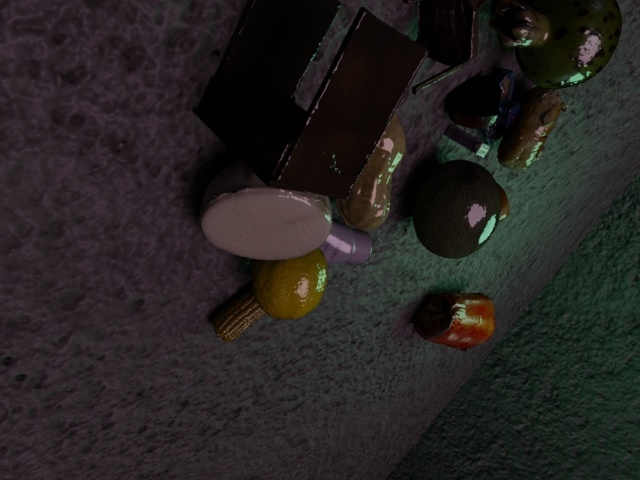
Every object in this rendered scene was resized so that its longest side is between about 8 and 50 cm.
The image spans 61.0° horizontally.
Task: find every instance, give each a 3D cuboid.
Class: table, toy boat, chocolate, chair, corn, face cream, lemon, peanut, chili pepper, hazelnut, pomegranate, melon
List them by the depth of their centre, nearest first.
[{"bbox_3d":[-0.022,-0.258,0.894,0.196,0.250,0.282,6,122,-48],"label":"table"},{"bbox_3d":[0.264,-0.448,1.071,0.326,0.175,0.183,-25,132,-18],"label":"chair"},{"bbox_3d":[-0.070,0.083,1.231,0.180,0.180,0.193,-24,147,-28],"label":"lemon"},{"bbox_3d":[0.543,-0.493,1.245,0.305,0.242,0.242,24,107,-37],"label":"pomegranate"},{"bbox_3d":[0.113,-0.158,1.248,0.149,0.149,0.313,-14,135,-38],"label":"peanut"},{"bbox_3d":[-0.165,0.153,1.330,0.231,0.080,0.080,-41,146,-14],"label":"corn"},{"bbox_3d":[0.000,0.000,1.345,0.273,0.096,0.154,8,124,-35],"label":"face cream"},{"bbox_3d":[0.402,-0.342,1.389,0.148,0.125,0.080,-39,163,-16],"label":"chocolate"},{"bbox_3d":[0.485,-0.361,1.464,0.100,0.097,0.223,-35,146,-21],"label":"toy boat"},{"bbox_3d":[0.376,-0.080,1.513,0.237,0.237,0.302,-31,146,-21],"label":"melon"},{"bbox_3d":[0.523,-0.115,1.730,0.150,0.150,0.150,-28,142,-24],"label":"hazelnut"},{"bbox_3d":[0.509,0.298,2.113,0.305,0.229,0.251,18,151,-40],"label":"chili pepper"}]

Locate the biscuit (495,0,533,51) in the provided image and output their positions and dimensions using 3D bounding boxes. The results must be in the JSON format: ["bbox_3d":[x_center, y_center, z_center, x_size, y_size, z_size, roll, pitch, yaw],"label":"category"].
[{"bbox_3d":[0.468,-0.562,1.288,0.162,0.035,0.250,-32,144,-18],"label":"biscuit"}]

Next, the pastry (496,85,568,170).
[{"bbox_3d":[0.602,-0.314,1.553,0.236,0.120,0.257,-64,172,1],"label":"pastry"}]

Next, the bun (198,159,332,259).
[{"bbox_3d":[-0.103,-0.090,1.073,0.263,0.175,0.263,1,149,0],"label":"bun"}]

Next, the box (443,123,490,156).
[{"bbox_3d":[0.389,-0.266,1.441,0.050,0.117,0.036,4,120,-51],"label":"box"}]
